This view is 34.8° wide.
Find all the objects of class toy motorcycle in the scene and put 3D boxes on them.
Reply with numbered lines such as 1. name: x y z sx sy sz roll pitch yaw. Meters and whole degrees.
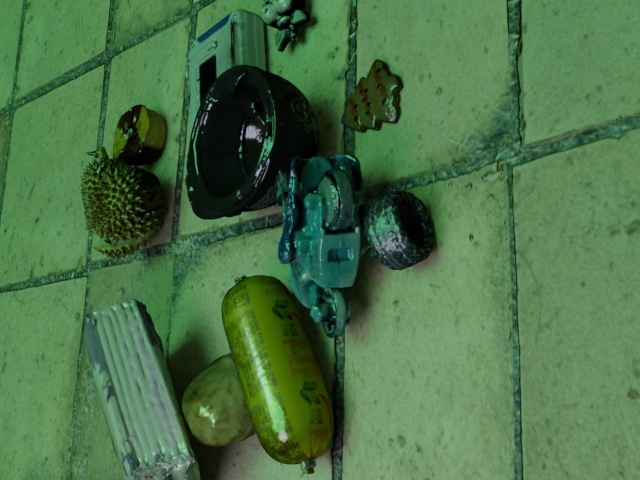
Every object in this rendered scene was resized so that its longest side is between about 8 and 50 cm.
1. toy motorcycle: 0.000 0.000 1.532 0.206 0.154 0.260 -140 49 -61

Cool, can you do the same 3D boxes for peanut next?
1. peanut: -0.149 0.257 1.635 0.140 0.109 0.159 10 51 44

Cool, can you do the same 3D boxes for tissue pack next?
1. tissue pack: -0.299 0.304 1.730 0.242 0.125 0.343 92 158 -48

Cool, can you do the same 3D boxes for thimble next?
1. thimble: 0.111 -0.015 1.447 0.066 0.095 0.104 -29 44 38

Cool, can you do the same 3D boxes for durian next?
1. durian: -0.374 -0.091 1.977 0.138 0.193 0.237 -24 71 17

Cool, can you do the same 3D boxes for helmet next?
1. helmet: -0.101 -0.151 1.680 0.279 0.160 0.230 -51 50 40

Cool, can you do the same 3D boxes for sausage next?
1. sausage: -0.066 0.194 1.559 0.123 0.123 0.347 -42 55 33

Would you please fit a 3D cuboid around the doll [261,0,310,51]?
1. doll: -0.074 -0.436 1.805 0.091 0.067 0.219 -39 54 32

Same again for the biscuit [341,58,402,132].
1. biscuit: 0.077 -0.216 1.603 0.130 0.019 0.119 -38 53 36

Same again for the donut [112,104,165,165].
1. donut: -0.370 -0.208 2.078 0.140 0.059 0.140 -18 66 46

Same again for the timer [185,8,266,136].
1. timer: -0.177 -0.285 1.868 0.178 0.078 0.253 -25 61 43
